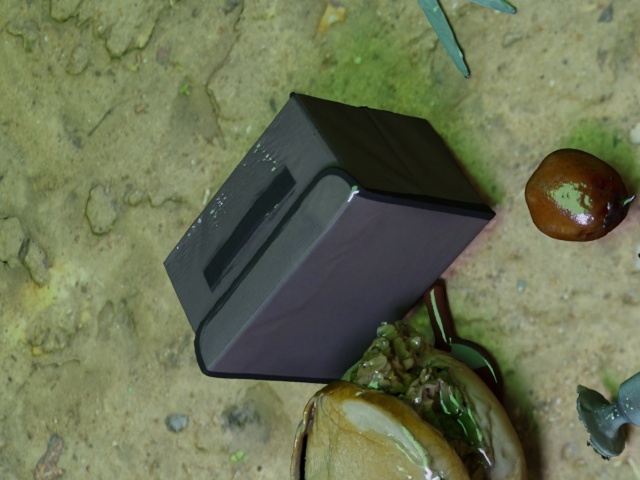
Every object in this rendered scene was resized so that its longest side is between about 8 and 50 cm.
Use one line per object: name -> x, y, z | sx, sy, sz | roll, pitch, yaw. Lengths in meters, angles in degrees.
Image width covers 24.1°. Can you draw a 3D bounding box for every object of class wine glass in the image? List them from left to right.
wine glass -> 0.288, 0.121, 1.240 | 0.155, 0.072, 0.072 | -34, 65, 34

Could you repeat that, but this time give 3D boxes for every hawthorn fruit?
hawthorn fruit -> 0.227, -0.036, 1.298 | 0.093, 0.081, 0.081 | 28, 105, 52

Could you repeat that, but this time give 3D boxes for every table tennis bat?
table tennis bat -> 0.125, 0.118, 1.422 | 0.098, 0.019, 0.154 | -25, 73, 39

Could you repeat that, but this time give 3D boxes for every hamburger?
hamburger -> 0.073, 0.218, 1.372 | 0.243, 0.146, 0.286 | -26, 79, 47

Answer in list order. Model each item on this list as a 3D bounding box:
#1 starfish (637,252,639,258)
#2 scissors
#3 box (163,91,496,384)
starfish -> 0.336, -0.113, 1.156 | 0.432, 0.082, 0.324 | -151, 54, -67
scissors -> 0.093, -0.265, 1.482 | 0.247, 0.017, 0.144 | 50, 118, 31
box -> 0.000, 0.000, 1.422 | 0.252, 0.188, 0.153 | -53, 48, 29
